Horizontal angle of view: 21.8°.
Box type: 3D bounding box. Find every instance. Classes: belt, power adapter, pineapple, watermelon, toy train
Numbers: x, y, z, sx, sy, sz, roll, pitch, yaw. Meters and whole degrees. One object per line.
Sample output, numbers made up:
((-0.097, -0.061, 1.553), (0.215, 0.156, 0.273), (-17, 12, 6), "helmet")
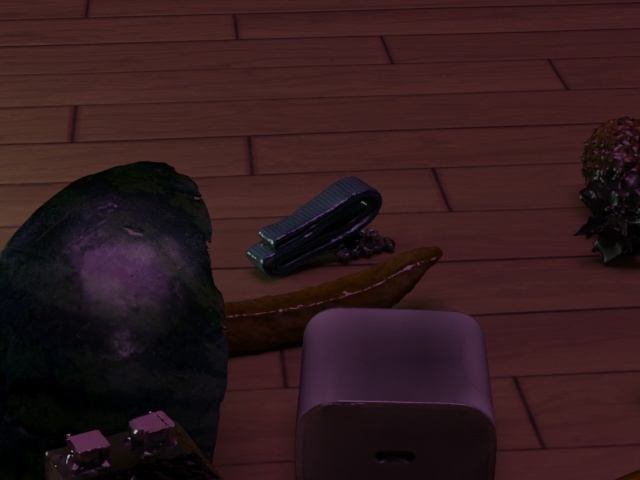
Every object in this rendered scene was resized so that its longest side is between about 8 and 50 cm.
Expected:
((-0.003, -0.002, 2.019), (0.179, 0.100, 0.065), (-28, 36, -19), "belt")
((0.072, 0.148, 1.634), (0.187, 0.124, 0.255), (2, 25, 0), "power adapter")
((0.383, -0.059, 2.086), (0.125, 0.125, 0.251), (5, 32, 10), "pineapple")
((-0.172, 0.100, 1.573), (0.222, 0.292, 0.319), (13, 19, 34), "watermelon")
((-0.134, 0.267, 1.320), (0.134, 0.177, 0.261), (-12, 29, -25), "toy train")

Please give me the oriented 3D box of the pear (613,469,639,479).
((0.267, 0.275, 1.277), (0.209, 0.208, 0.209), (0, 26, 0), "pear")

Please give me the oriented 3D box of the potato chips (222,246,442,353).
((-0.047, 0.075, 1.839), (0.407, 0.080, 0.057), (-10, 11, -16), "potato chips")
